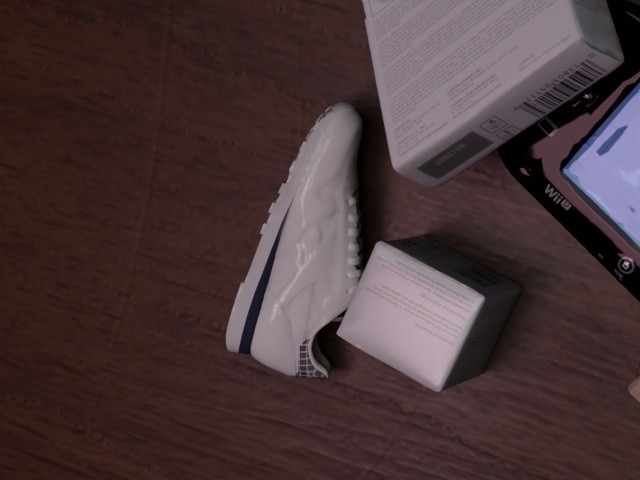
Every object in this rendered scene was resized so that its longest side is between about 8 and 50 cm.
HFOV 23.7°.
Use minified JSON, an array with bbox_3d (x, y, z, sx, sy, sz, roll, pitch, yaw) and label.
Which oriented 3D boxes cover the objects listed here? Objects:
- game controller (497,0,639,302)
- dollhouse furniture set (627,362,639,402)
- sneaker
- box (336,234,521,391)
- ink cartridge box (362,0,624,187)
[{"bbox_3d":[0.278,-0.030,1.148,0.319,0.067,0.166,46,109,14],"label":"game controller"},{"bbox_3d":[0.345,0.111,1.027,0.242,0.161,0.212,41,122,-1],"label":"dollhouse furniture set"},{"bbox_3d":[0.000,0.000,1.268,0.094,0.090,0.235,21,106,7],"label":"sneaker"},{"bbox_3d":[0.088,0.056,1.215,0.102,0.101,0.087,28,104,20],"label":"box"},{"bbox_3d":[0.119,-0.184,1.168,0.189,0.066,0.232,-35,46,35],"label":"ink cartridge box"}]
